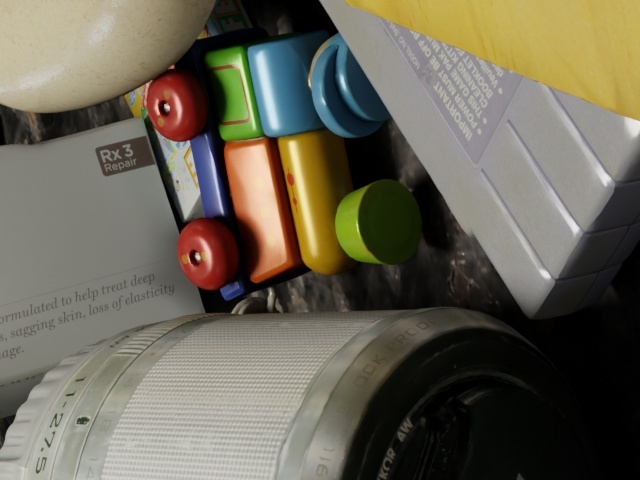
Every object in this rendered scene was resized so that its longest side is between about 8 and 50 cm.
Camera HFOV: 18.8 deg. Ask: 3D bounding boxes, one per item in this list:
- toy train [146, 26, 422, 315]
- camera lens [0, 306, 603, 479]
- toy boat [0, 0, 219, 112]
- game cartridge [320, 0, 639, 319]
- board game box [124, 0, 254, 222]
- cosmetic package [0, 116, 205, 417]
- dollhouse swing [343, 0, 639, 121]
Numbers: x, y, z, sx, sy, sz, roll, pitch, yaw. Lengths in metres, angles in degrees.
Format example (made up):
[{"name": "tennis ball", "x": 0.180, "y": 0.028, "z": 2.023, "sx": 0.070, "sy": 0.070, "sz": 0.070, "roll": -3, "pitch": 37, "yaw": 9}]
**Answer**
[{"name": "toy train", "x": 0.000, "y": 0.000, "z": 1.094, "sx": 0.143, "sy": 0.105, "sz": 0.248, "roll": -3, "pitch": 101, "yaw": 48}, {"name": "camera lens", "x": -0.010, "y": 0.146, "z": 0.988, "sx": 0.274, "sy": 0.219, "sz": 0.219, "roll": -4, "pitch": 101, "yaw": 45}, {"name": "toy boat", "x": -0.142, "y": -0.240, "z": 1.086, "sx": 0.267, "sy": 0.148, "sz": 0.318, "roll": -21, "pitch": 89, "yaw": 50}, {"name": "game cartridge", "x": 0.068, "y": -0.163, "z": 0.923, "sx": 0.355, "sy": 0.068, "sz": 0.230, "roll": 60, "pitch": 153, "yaw": 26}, {"name": "board game box", "x": -0.077, "y": -0.094, "z": 1.247, "sx": 0.103, "sy": 0.026, "sz": 0.154, "roll": 64, "pitch": 150, "yaw": 19}, {"name": "cosmetic package", "x": -0.251, "y": 0.048, "z": 1.410, "sx": 0.385, "sy": 0.217, "sz": 0.156, "roll": -29, "pitch": 78, "yaw": 68}, {"name": "dollhouse swing", "x": 0.104, "y": -0.272, "z": 0.731, "sx": 0.347, "sy": 0.315, "sz": 0.305, "roll": 28, "pitch": 164, "yaw": 48}]
